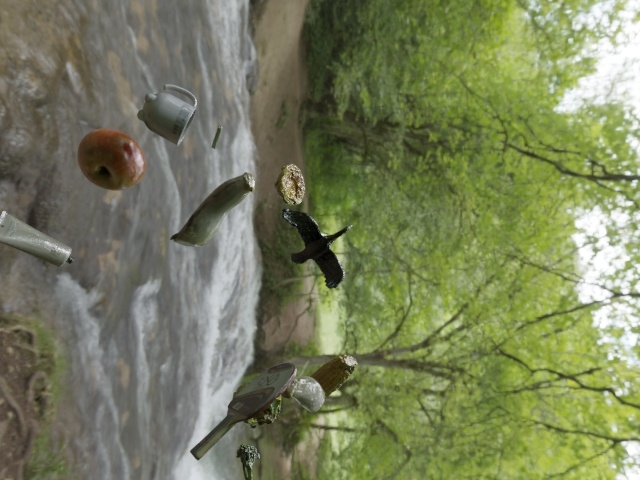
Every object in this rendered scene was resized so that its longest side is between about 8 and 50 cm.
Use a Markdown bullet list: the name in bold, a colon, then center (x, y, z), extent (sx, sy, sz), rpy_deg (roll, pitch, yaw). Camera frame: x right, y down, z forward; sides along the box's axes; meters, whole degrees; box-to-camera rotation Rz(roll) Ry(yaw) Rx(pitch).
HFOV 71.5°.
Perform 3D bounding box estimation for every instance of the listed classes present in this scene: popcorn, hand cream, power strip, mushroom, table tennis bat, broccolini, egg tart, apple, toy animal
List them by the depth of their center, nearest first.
- **broccolini**: center (-0.161, 0.548, 0.996), extent (0.052, 0.054, 0.194), rpy_deg (89, -8, -45)
- **table tennis bat**: center (-0.177, 0.391, 1.048), extent (0.173, 0.301, 0.022), rpy_deg (-15, -71, 57)
- **hand cream**: center (-0.692, 0.007, 1.081), extent (0.186, 0.054, 0.087), rpy_deg (38, 33, -36)
- **egg tart**: center (-0.095, -0.167, 1.336), extent (0.130, 0.052, 0.130), rpy_deg (0, 90, -59)
- **toy animal**: center (-0.001, 0.001, 1.345), extent (0.272, 0.197, 0.160), rpy_deg (57, -28, 1)
- **apple**: center (-0.682, -0.265, 1.456), extent (0.164, 0.210, 0.209), rpy_deg (-81, 163, -47)
- **mushroom**: center (-0.360, -0.102, 1.508), extent (0.109, 0.351, 0.097), rpy_deg (48, 7, 32)
- **mushroom**: center (-0.063, 0.525, 1.575), extent (0.225, 0.093, 0.116), rpy_deg (54, 19, -44)
- **power strip**: center (-0.367, -0.369, 1.578), extent (0.040, 0.016, 0.090), rpy_deg (-104, -144, -58)
- **popcorn**: center (-0.235, 0.607, 1.636), extent (0.212, 0.198, 0.197), rpy_deg (-135, -146, -77)

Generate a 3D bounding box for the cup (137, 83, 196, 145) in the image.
- **cup**: center (-0.471, -0.406, 1.385), extent (0.173, 0.142, 0.134), rpy_deg (-62, -164, 1)

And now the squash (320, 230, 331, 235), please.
- **squash**: center (-0.004, -0.008, 1.788), extent (0.201, 0.067, 0.066), rpy_deg (19, 62, -65)

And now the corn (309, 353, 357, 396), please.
- **corn**: center (0.043, 0.620, 2.024), extent (0.347, 0.130, 0.130), rpy_deg (-53, -151, 41)
